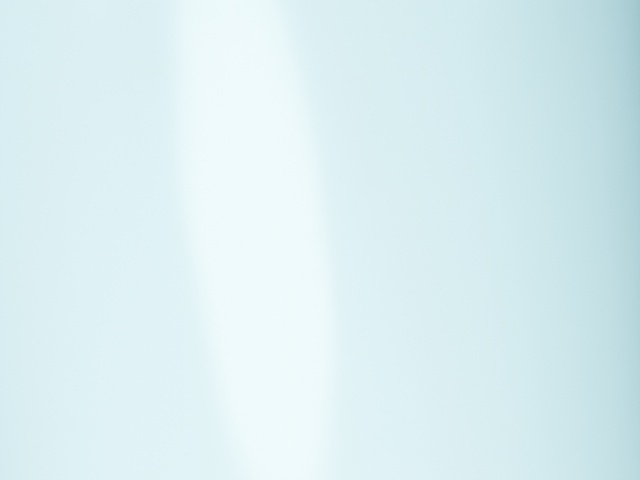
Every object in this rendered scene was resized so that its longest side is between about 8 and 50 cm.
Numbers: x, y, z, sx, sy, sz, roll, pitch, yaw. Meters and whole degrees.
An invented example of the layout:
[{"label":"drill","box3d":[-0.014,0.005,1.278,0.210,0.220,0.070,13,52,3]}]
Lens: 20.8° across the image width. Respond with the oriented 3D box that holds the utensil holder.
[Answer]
[{"label":"utensil holder","box3d":[-0.002,0.007,0.712,0.328,0.327,0.385,0,110,14]}]
